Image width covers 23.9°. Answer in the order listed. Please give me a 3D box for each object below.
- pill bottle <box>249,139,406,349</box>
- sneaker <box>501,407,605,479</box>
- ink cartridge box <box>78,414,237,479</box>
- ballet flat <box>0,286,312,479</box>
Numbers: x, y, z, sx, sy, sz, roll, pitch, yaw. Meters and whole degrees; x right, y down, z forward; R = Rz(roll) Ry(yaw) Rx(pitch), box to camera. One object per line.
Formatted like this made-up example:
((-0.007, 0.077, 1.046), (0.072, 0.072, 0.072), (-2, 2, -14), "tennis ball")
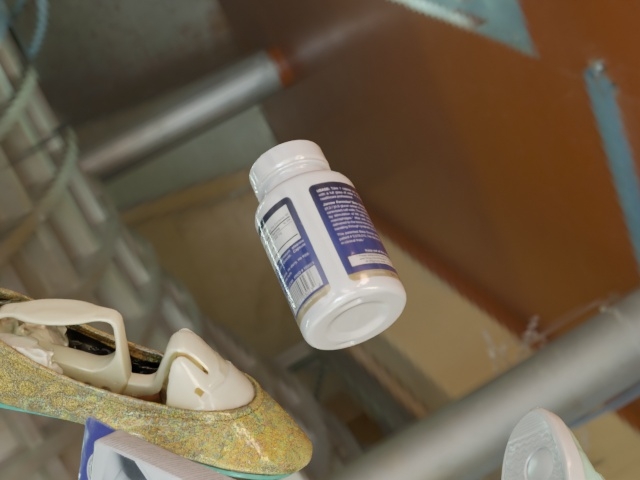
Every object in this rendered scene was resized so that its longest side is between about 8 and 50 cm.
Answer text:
((0.000, 0.000, 1.290), (0.094, 0.094, 0.169), (82, 165, -60), "pill bottle")
((0.262, 0.271, 1.373), (0.094, 0.151, 0.256), (-50, 41, 32), "sneaker")
((-0.136, 0.264, 1.123), (0.224, 0.045, 0.223), (14, 100, 43), "ink cartridge box")
((-0.168, 0.121, 1.360), (0.348, 0.123, 0.123), (15, 163, 0), "ballet flat")
